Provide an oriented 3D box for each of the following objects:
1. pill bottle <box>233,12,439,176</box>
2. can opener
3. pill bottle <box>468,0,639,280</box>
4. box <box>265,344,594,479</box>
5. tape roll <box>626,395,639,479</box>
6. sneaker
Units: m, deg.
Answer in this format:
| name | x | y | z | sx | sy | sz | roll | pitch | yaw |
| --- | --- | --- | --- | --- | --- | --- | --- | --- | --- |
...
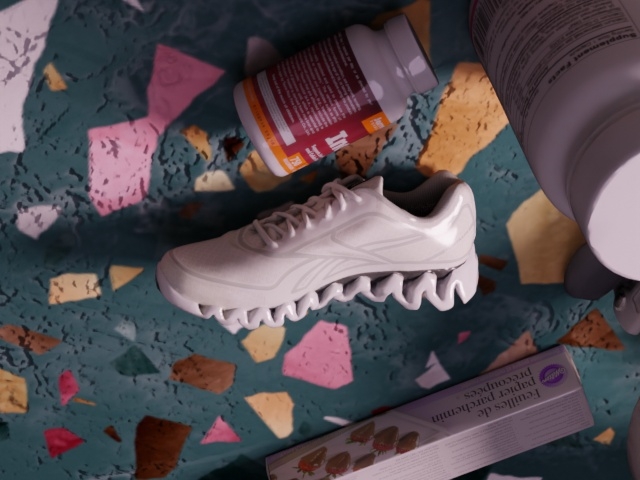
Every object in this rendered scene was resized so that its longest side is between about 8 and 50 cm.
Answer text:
| name | x | y | z | sx | sy | sz | roll | pitch | yaw |
| --- | --- | --- | --- | --- | --- | --- | --- | --- | --- |
| pill bottle | 0.014 | -0.119 | 1.279 | 0.152 | 0.086 | 0.086 | -26 | 130 | 9 |
| can opener | 0.315 | -0.018 | 1.413 | 0.093 | 0.074 | 0.280 | 9 | 138 | -23 |
| pill bottle | 0.222 | -0.109 | 1.208 | 0.160 | 0.283 | 0.160 | -7 | 131 | -8 |
| box | 0.107 | 0.200 | 1.582 | 0.324 | 0.063 | 0.067 | -22 | 132 | 5 |
| tape roll | 0.479 | 0.177 | 1.479 | 0.392 | 0.072 | 0.392 | -6 | 130 | -7 |
| sneaker | 0.000 | 0.000 | 1.374 | 0.292 | 0.110 | 0.118 | -7 | 123 | -19 |
